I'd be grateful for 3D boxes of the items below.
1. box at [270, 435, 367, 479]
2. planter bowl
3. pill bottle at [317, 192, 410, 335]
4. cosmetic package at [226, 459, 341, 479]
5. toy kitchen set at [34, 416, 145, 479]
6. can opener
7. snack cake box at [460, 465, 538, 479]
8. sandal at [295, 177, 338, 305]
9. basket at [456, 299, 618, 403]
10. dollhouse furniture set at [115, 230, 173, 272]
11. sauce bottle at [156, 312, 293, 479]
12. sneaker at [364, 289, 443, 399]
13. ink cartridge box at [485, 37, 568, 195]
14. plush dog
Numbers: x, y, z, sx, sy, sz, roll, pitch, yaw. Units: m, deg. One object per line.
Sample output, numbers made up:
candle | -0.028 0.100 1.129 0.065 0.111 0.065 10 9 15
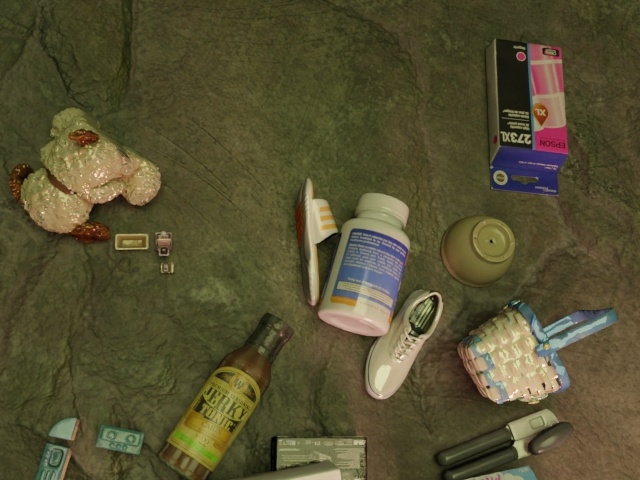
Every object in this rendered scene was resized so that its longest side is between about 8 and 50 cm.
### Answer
box | -0.003 0.453 1.419 0.180 0.077 0.147 2 74 -11
planter bowl | 0.357 0.014 1.606 0.162 0.109 0.162 3 75 -11
pill bottle | 0.099 0.047 1.518 0.152 0.152 0.272 19 72 -6
cosmetic package | -0.084 0.598 1.267 0.285 0.097 0.377 -8 86 -15
toy kitchen set | -0.422 0.429 1.312 0.166 0.122 0.207 15 72 -8
can opener | 0.380 0.419 1.502 0.284 0.095 0.076 -16 78 -16
snack cake box | 0.313 0.543 1.418 0.265 0.089 0.152 -7 37 -14
sandal | -0.003 0.002 1.543 0.076 0.102 0.265 -3 84 -14
basket | 0.438 0.213 1.499 0.289 0.255 0.201 -30 81 1
dollhouse furniture set | -0.351 0.016 1.466 0.114 0.081 0.091 0 74 -12
sauce bottle | -0.173 0.294 1.411 0.111 0.111 0.344 33 70 -2
sneaker | 0.170 0.205 1.519 0.094 0.091 0.258 30 70 -3
ink cartridge box | 0.489 -0.295 1.750 0.176 0.069 0.370 5 76 -11
plush dog | -0.480 -0.115 1.437 0.262 0.210 0.225 37 97 2
